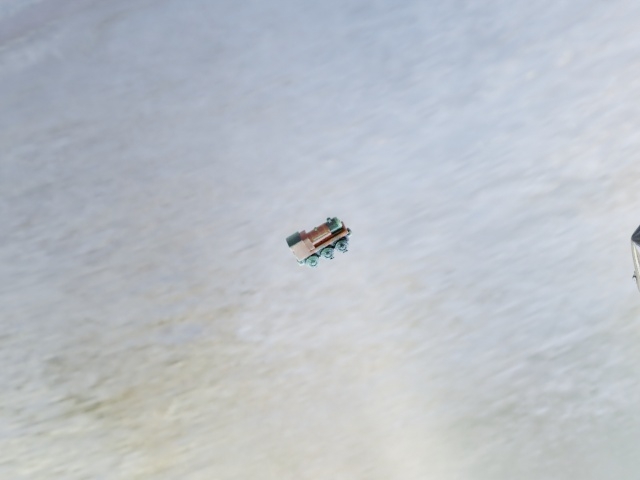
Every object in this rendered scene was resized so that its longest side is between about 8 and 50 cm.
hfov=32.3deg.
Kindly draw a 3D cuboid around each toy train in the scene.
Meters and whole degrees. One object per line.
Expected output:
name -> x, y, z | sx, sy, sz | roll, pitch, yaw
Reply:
toy train -> 0.000, 0.000, 1.798 | 0.103, 0.044, 0.064 | -29, 124, 5

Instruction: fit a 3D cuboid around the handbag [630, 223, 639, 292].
handbag -> 0.711, 0.097, 2.080 | 0.113, 0.285, 0.257 | -46, 149, -19
